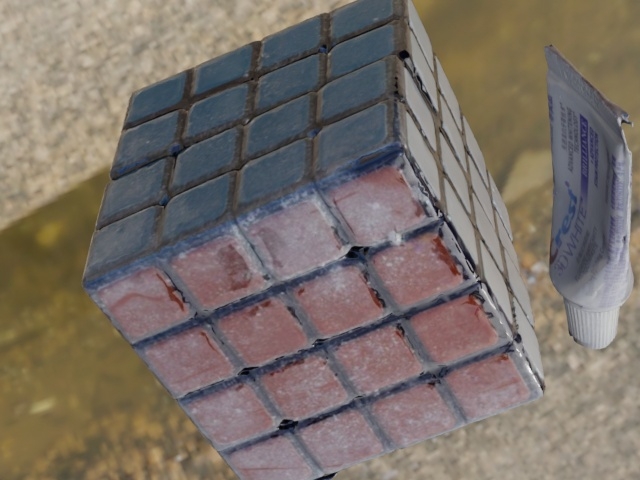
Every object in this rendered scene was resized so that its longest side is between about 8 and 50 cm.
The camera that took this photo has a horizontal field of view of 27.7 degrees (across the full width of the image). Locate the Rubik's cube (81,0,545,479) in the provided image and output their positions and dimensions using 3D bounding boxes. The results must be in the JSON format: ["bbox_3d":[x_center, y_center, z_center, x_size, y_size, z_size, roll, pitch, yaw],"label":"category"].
[{"bbox_3d":[0.000,0.000,1.335,0.344,0.337,0.344,-21,124,15],"label":"Rubik's cube"}]

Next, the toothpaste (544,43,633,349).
[{"bbox_3d":[0.217,-0.017,1.042,0.068,0.099,0.282,-46,142,-29],"label":"toothpaste"}]
